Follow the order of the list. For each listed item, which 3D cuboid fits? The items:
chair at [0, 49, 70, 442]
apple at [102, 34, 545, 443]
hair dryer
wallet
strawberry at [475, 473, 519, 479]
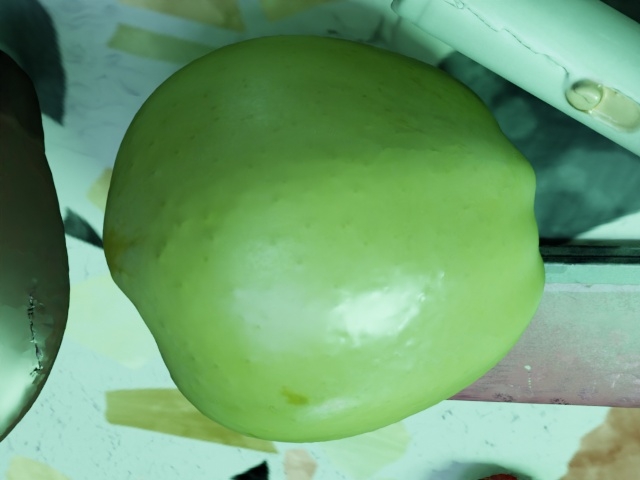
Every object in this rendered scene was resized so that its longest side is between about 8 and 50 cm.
[{"bbox_3d":[-0.282,-0.081,0.610,0.226,0.227,0.401,-21,126,29],"label":"chair"},{"bbox_3d":[0.000,0.000,0.666,0.200,0.200,0.200,6,135,6],"label":"apple"},{"bbox_3d":[0.123,-0.058,0.616,0.357,0.173,0.108,29,132,1],"label":"hair dryer"},{"bbox_3d":[0.094,0.049,0.801,0.232,0.025,0.119,1,134,10],"label":"wallet"},{"bbox_3d":[0.115,0.180,0.906,0.073,0.073,0.083,4,171,8],"label":"strawberry"}]
